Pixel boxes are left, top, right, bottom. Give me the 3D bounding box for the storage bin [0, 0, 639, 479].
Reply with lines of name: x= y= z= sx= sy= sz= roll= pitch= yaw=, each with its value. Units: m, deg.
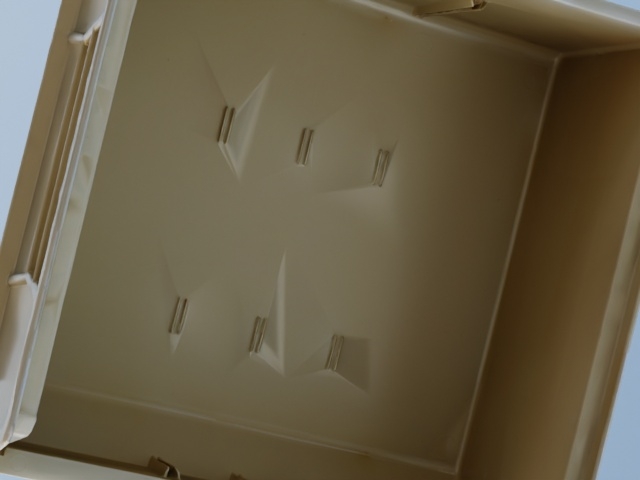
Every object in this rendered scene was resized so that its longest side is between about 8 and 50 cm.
storage bin: x=0.000 y=0.000 z=0.867 sx=0.123 sy=0.262 sz=0.260 roll=-173 pitch=-83 yaw=-70
